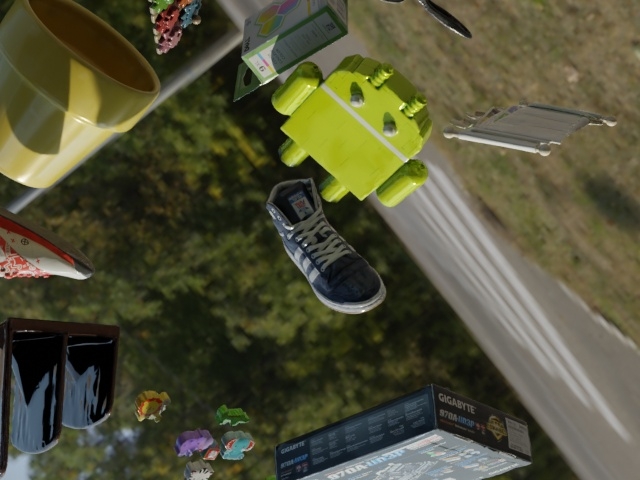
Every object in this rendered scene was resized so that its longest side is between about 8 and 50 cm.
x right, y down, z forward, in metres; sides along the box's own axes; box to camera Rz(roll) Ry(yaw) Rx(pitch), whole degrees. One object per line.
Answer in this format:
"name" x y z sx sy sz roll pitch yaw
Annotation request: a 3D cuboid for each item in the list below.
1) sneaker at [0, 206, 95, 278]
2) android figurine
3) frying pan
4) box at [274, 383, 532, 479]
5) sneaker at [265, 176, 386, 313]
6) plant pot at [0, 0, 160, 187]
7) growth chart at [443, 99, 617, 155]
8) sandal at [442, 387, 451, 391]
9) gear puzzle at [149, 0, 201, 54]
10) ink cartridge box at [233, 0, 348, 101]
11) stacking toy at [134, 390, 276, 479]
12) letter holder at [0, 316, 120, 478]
"sneaker" -0.549 0.037 2.035 0.270 0.145 0.090 31 -173 -26
"android figurine" 0.051 -0.159 1.649 0.248 0.056 0.273 43 139 -8
"frying pan" 0.121 -0.428 1.886 0.326 0.053 0.197 40 -147 -3
"box" 0.088 0.230 1.222 0.175 0.220 0.051 26 -132 -41
"sneaker" 0.000 0.000 1.871 0.282 0.099 0.153 43 159 49
"plant pot" -0.419 -0.223 1.780 0.254 0.239 0.254 37 -162 -14
"growth chart" 0.290 -0.163 1.593 0.172 0.021 0.237 17 -154 32
"sandal" 0.193 0.302 1.924 0.179 0.040 0.067 126 137 -53
"gear puzzle" -0.302 -0.539 2.448 0.044 0.175 0.339 30 159 10
"ink cartridge box" -0.060 -0.303 1.690 0.062 0.209 0.109 47 -154 -32
"stacking toy" -0.154 0.299 1.694 0.221 0.052 0.167 13 -152 -43
"letter holder" -0.400 0.234 1.602 0.152 0.215 0.302 7 167 -25
